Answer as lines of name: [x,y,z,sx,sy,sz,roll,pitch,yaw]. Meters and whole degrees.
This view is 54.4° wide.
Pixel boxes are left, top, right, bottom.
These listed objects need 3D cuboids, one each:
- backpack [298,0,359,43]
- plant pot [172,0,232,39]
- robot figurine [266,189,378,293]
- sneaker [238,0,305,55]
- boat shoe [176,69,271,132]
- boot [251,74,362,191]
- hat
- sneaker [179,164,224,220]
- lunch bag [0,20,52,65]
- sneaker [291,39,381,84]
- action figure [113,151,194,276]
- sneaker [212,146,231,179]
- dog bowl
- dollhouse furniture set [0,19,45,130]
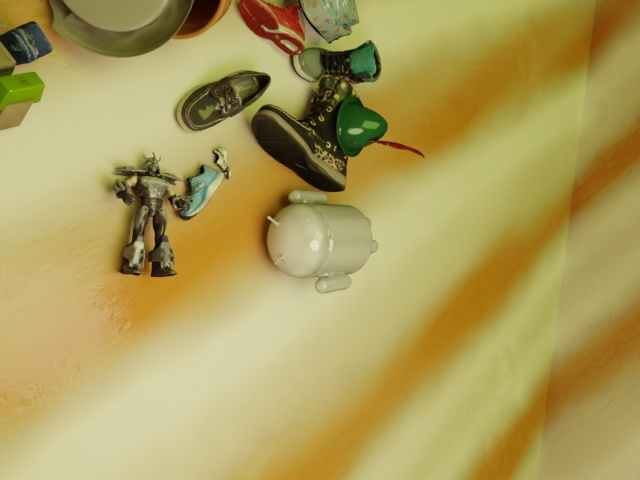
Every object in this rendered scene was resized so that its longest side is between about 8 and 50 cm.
backpack: [0.019,-0.671,1.757,0.188,0.145,0.165,15,61,-56]
plant pot: [-0.299,-0.626,1.399,0.290,0.291,0.203,61,33,-23]
robot figurine: [0.000,0.000,1.693,0.354,0.200,0.299,1,64,-45]
sneaker: [-0.128,-0.615,1.706,0.221,0.087,0.127,36,47,-39]
boat shoe: [-0.235,-0.358,1.555,0.285,0.092,0.102,-40,115,-39]
boot: [-0.020,-0.335,1.737,0.377,0.138,0.284,36,65,-42]
hat: [0.171,-0.314,1.737,0.209,0.184,0.172,-15,109,-58]
sneaker: [-0.302,-0.117,1.511,0.073,0.063,0.162,37,58,-16]
lunch bag: [-0.576,-0.379,1.210,0.065,0.099,0.067,-46,124,-34]
sneaker: [0.074,-0.517,1.813,0.296,0.179,0.123,-8,93,-45]
action figure: [-0.376,-0.062,1.395,0.186,0.099,0.284,5,79,-33]
sneaker: [-0.250,-0.193,1.579,0.037,0.032,0.083,-17,95,-30]
dog bowl: [-0.409,-0.552,1.244,0.348,0.349,0.102,61,14,-23]
dollhouse furniture set: [-0.683,-0.334,1.125,0.301,0.151,0.198,52,37,1]
